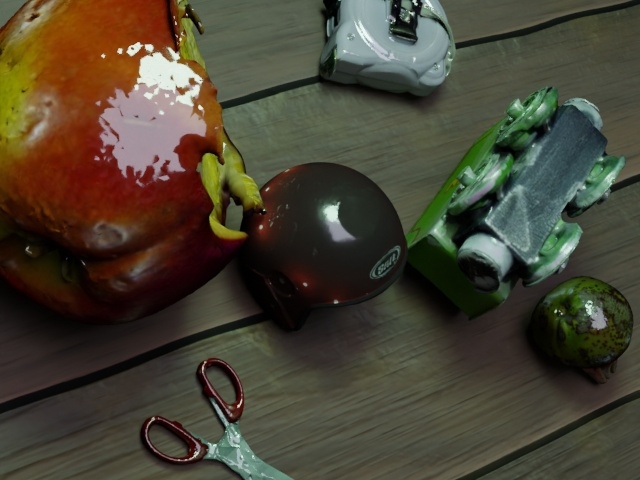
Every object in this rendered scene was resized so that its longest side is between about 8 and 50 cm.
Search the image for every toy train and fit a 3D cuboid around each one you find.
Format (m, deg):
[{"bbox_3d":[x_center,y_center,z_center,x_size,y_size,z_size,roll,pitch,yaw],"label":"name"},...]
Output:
[{"bbox_3d":[0.243,-0.049,1.519,0.173,0.249,0.307,42,59,-7],"label":"toy train"}]

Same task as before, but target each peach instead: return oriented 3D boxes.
[{"bbox_3d":[-0.223,-0.131,1.282,0.353,0.339,0.416,18,59,14],"label":"peach"}]

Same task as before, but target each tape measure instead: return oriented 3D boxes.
[{"bbox_3d":[0.094,-0.300,1.642,0.196,0.105,0.178,3,68,-22],"label":"tape measure"}]

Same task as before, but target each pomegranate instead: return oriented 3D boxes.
[{"bbox_3d":[0.357,0.131,1.577,0.125,0.138,0.163,-25,112,-40],"label":"pomegranate"}]

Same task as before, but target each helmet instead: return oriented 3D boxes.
[{"bbox_3d":[0.000,0.000,1.438,0.216,0.193,0.189,22,49,35],"label":"helmet"}]

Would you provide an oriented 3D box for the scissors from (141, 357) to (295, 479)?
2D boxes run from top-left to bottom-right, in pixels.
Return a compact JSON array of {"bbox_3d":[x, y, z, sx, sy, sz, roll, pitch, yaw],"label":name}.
[{"bbox_3d":[-0.086,0.265,1.377,0.248,0.017,0.144,45,59,-3],"label":"scissors"}]
